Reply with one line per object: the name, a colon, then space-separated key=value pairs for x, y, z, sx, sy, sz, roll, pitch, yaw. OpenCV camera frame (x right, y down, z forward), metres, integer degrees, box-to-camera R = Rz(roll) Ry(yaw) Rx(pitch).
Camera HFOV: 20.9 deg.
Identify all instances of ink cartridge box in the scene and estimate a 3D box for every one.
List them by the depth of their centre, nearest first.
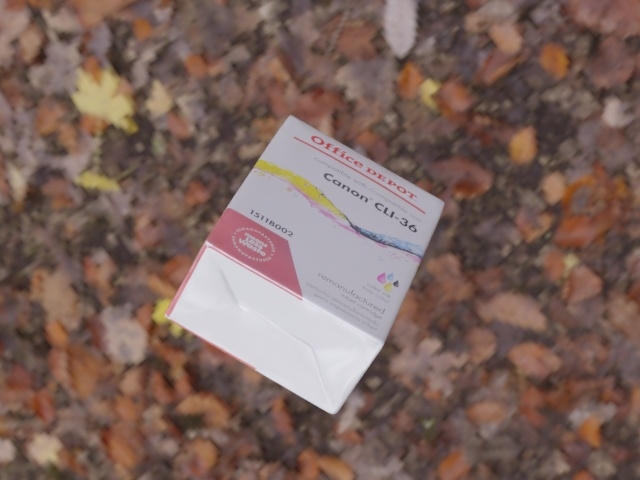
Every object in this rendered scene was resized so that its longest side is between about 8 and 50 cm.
ink cartridge box: x=0.000 y=0.000 z=1.037 sx=0.115 sy=0.198 sz=0.067 roll=30 pitch=125 yaw=-2
